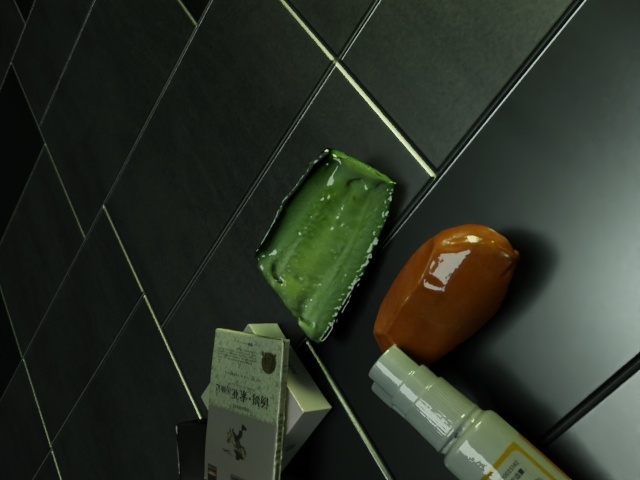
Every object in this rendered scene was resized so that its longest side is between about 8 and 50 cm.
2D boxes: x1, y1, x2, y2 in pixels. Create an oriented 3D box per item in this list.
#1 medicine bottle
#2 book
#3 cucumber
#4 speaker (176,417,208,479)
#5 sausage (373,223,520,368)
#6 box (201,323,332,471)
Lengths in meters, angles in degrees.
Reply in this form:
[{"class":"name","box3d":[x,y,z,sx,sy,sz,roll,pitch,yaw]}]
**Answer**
[{"class":"medicine bottle","box3d":[0.131,0.179,0.570,0.220,0.061,0.092,41,154,20]},{"class":"book","box3d":[-0.085,0.194,0.767,0.127,0.014,0.182,2,87,45]},{"class":"cucumber","box3d":[0.000,0.000,0.729,0.115,0.086,0.193,27,110,-4]},{"class":"speaker","box3d":[-0.137,0.337,0.856,0.082,0.044,0.218,-13,78,43]},{"class":"sausage","box3d":[0.104,0.054,0.617,0.089,0.089,0.179,57,130,31]},{"class":"box","box3d":[-0.066,0.187,0.795,0.130,0.051,0.129,51,121,34]}]
